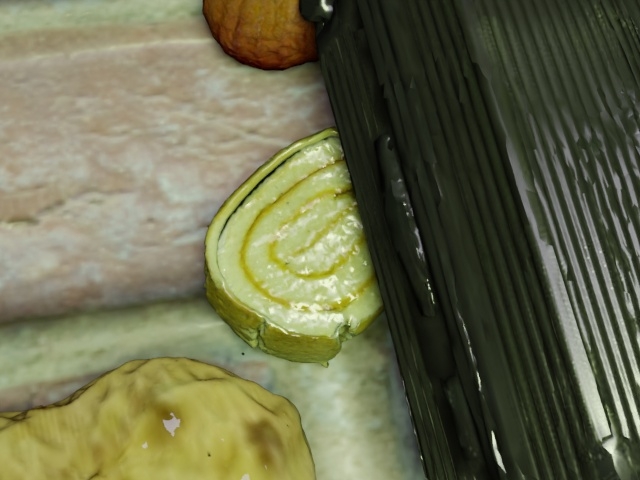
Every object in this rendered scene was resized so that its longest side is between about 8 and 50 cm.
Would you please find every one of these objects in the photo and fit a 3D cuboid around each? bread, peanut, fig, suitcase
[{"bbox_3d":[0.000,0.000,0.584,0.117,0.064,0.156,44,72,5],"label":"bread"},{"bbox_3d":[-0.108,0.161,0.496,0.233,0.110,0.197,-24,70,-12],"label":"peanut"},{"bbox_3d":[-0.006,-0.175,0.608,0.119,0.153,0.119,8,76,-32],"label":"fig"},{"bbox_3d":[0.145,-0.027,0.524,0.229,0.152,0.335,-2,69,-31],"label":"suitcase"}]
